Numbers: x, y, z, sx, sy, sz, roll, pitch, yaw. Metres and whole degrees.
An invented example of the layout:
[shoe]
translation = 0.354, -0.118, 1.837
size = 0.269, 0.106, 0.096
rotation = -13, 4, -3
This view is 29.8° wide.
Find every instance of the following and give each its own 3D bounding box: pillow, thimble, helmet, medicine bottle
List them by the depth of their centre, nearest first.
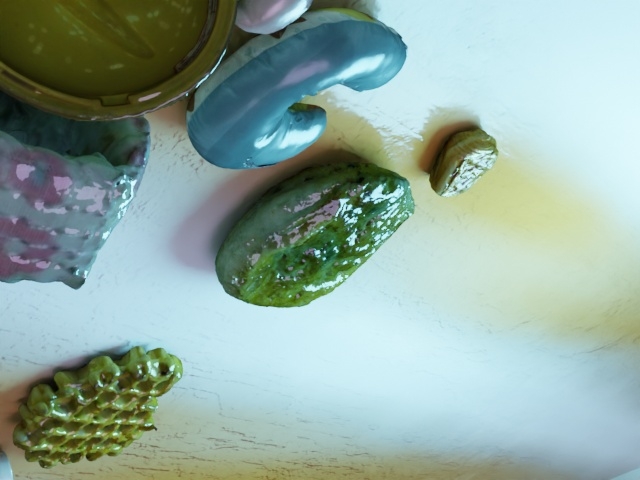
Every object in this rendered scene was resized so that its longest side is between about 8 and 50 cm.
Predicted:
[helmet]
translation = -0.188, -0.207, 0.911
size = 0.205, 0.257, 0.140
rotation = -59, -168, 5
[thimble]
translation = -0.252, -0.067, 1.028
size = 0.149, 0.211, 0.185
rotation = -53, 171, 35
[pillow]
translation = -0.026, -0.148, 1.230
size = 0.233, 0.086, 0.214
rotation = -40, 156, 25
[medicine bottle]
translation = -0.476, 0.329, 1.663
size = 0.089, 0.057, 0.057
rotation = -12, 149, -28

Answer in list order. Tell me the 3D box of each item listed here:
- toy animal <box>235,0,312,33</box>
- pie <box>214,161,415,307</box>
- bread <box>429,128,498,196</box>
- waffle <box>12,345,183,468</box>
[toy animal]
translation = -0.074, -0.275, 0.959
size = 0.124, 0.124, 0.212
rotation = -28, 132, 1
[pie]
translation = 0.000, 0.000, 1.512
size = 0.277, 0.078, 0.277
rotation = -20, 153, -11
[bread]
translation = 0.185, -0.099, 1.548
size = 0.083, 0.044, 0.111
rotation = -17, 152, -28
[waffle]
translation = -0.300, 0.236, 1.667
size = 0.249, 0.056, 0.253
rotation = -23, 150, -9
